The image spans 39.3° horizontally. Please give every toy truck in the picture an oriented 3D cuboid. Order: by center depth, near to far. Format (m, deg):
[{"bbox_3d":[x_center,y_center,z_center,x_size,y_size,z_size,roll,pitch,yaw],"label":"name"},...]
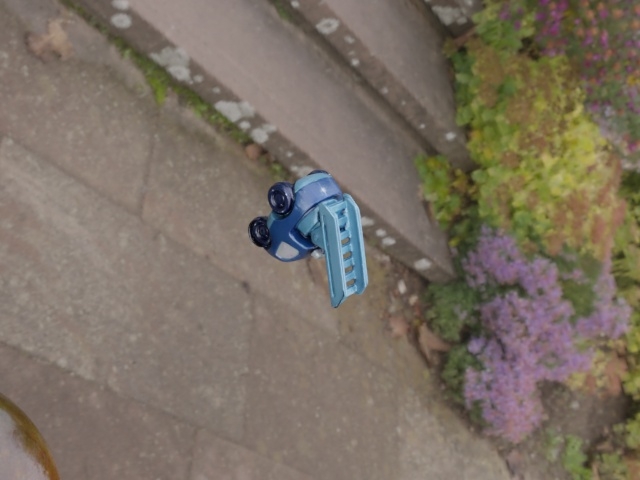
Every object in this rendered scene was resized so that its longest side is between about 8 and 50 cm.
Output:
[{"bbox_3d":[0.000,0.000,0.635,0.056,0.073,0.090,-22,65,-44],"label":"toy truck"}]

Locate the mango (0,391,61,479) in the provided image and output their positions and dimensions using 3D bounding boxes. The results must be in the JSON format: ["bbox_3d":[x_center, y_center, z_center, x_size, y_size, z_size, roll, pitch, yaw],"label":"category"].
[{"bbox_3d":[-0.299,0.146,0.643,0.267,0.133,0.111,32,39,-35],"label":"mango"}]
